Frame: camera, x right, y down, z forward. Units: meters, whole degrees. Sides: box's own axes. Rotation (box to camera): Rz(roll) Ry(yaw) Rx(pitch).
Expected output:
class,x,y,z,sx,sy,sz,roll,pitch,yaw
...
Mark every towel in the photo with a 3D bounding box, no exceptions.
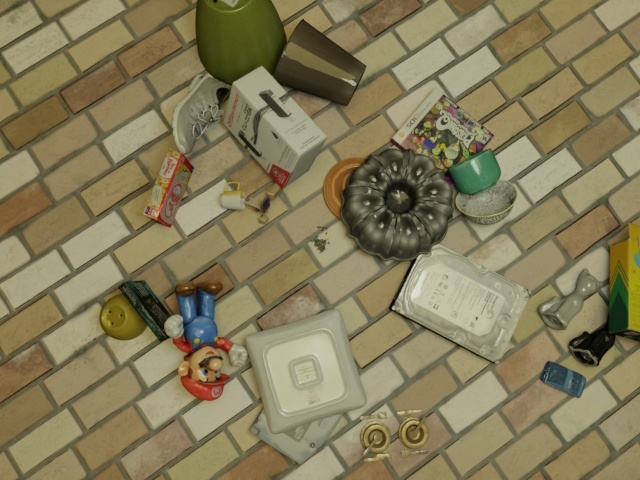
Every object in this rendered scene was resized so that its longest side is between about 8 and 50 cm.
class,x,y,z,sx,sy,sz,roll,pitch,yaw
towel,0.694,0.395,1.491,0.119,0.029,0.067,24,82,2

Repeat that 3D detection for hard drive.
class,x,y,z,sx,sy,sz,roll,pitch,yaw
hard drive,0.398,0.171,1.495,0.339,0.064,0.237,28,83,1

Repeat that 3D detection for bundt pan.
class,x,y,z,sx,sy,sz,roll,pitch,yaw
bundt pan,0.217,-0.112,1.446,0.330,0.124,0.331,0,78,1

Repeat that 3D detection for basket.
class,x,y,z,sx,sy,sz,roll,pitch,yaw
basket,0.006,-0.500,1.528,0.227,0.154,0.204,27,84,-2

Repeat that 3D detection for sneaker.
class,x,y,z,sx,sy,sz,roll,pitch,yaw
sneaker,-0.334,-0.362,1.480,0.115,0.105,0.281,10,63,8

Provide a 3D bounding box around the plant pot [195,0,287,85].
class,x,y,z,sx,sy,sz,roll,pitch,yaw
plant pot,-0.234,-0.620,1.460,0.274,0.293,0.275,0,82,-2

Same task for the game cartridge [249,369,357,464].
class,x,y,z,sx,sy,sz,roll,pitch,yaw
game cartridge,-0.036,0.449,1.451,0.198,0.062,0.297,33,83,-2

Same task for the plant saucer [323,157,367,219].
class,x,y,z,sx,sy,sz,roll,pitch,yaw
plant saucer,0.107,-0.150,1.540,0.200,0.037,0.200,0,83,-1

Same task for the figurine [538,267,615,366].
class,x,y,z,sx,sy,sz,roll,pitch,yaw
figurine,0.769,0.211,1.497,0.209,0.092,0.215,-39,85,-14

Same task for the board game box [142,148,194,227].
class,x,y,z,sx,sy,sz,roll,pitch,yaw
board game box,-0.424,-0.142,1.467,0.045,0.147,0.194,20,83,1

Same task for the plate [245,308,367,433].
class,x,y,z,sx,sy,sz,roll,pitch,yaw
plate,-0.039,0.354,1.416,0.277,0.045,0.278,-16,84,-4

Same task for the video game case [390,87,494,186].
class,x,y,z,sx,sy,sz,roll,pitch,yaw
video game case,0.363,-0.306,1.564,0.232,0.042,0.210,41,85,3

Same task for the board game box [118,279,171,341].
class,x,y,z,sx,sy,sz,roll,pitch,yaw
board game box,-0.463,0.190,1.433,0.026,0.126,0.186,-39,85,2

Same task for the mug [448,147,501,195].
class,x,y,z,sx,sy,sz,roll,pitch,yaw
mug,0.450,-0.192,1.473,0.157,0.129,0.097,-28,94,-8

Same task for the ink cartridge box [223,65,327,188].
class,x,y,z,sx,sy,sz,roll,pitch,yaw
ink cartridge box,-0.134,-0.312,1.461,0.114,0.197,0.273,-38,84,-28

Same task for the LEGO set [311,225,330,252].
class,x,y,z,sx,sy,sz,roll,pitch,yaw
LEGO set,0.003,-0.001,1.528,0.054,0.023,0.083,24,69,-1

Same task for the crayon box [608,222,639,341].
class,x,y,z,sx,sy,sz,roll,pitch,yaw
crayon box,0.927,0.128,1.473,0.202,0.081,0.319,16,70,-7

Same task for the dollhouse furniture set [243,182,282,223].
class,x,y,z,sx,sy,sz,roll,pitch,yaw
dollhouse furniture set,-0.168,-0.125,1.532,0.081,0.091,0.114,24,54,20

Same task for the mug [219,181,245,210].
class,x,y,z,sx,sy,sz,roll,pitch,yaw
mug,-0.255,-0.123,1.520,0.064,0.062,0.078,0,53,7

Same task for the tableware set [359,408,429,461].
class,x,y,z,sx,sy,sz,roll,pitch,yaw
tableware set,0.208,0.543,1.452,0.194,0.039,0.128,-6,83,-2

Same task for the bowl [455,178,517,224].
class,x,y,z,sx,sy,sz,roll,pitch,yaw
bowl,0.483,-0.097,1.508,0.170,0.170,0.080,-30,129,-5

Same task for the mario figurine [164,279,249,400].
class,x,y,z,sx,sy,sz,roll,pitch,yaw
mario figurine,-0.302,0.267,1.409,0.198,0.170,0.321,-8,81,-5

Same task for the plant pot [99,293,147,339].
class,x,y,z,sx,sy,sz,roll,pitch,yaw
plant pot,-0.553,0.211,1.443,0.134,0.095,0.134,0,83,-1
